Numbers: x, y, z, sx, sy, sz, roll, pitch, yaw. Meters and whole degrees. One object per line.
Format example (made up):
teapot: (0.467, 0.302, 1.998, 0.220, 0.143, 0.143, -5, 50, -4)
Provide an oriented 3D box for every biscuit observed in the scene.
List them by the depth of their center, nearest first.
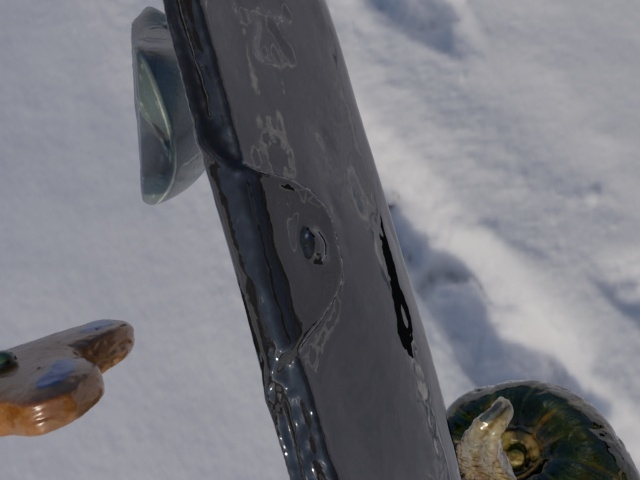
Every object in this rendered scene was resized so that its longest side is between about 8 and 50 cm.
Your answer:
biscuit: (-0.299, 0.128, 0.991, 0.324, 0.049, 0.205, -19, 13, 8)

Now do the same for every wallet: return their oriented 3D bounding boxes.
wallet: (0.000, 0.000, 0.816, 0.051, 0.197, 0.377, -16, 88, 23)

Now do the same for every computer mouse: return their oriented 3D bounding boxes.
computer mouse: (-0.159, -0.164, 1.473, 0.090, 0.167, 0.379, -3, 29, -10)

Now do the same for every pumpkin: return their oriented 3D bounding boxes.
pumpkin: (0.230, 0.281, 1.528, 0.260, 0.189, 0.260, -13, 51, 16)

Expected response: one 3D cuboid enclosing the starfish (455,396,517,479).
starfish: (0.098, 0.228, 1.102, 0.094, 0.327, 0.375, -25, 34, -37)
